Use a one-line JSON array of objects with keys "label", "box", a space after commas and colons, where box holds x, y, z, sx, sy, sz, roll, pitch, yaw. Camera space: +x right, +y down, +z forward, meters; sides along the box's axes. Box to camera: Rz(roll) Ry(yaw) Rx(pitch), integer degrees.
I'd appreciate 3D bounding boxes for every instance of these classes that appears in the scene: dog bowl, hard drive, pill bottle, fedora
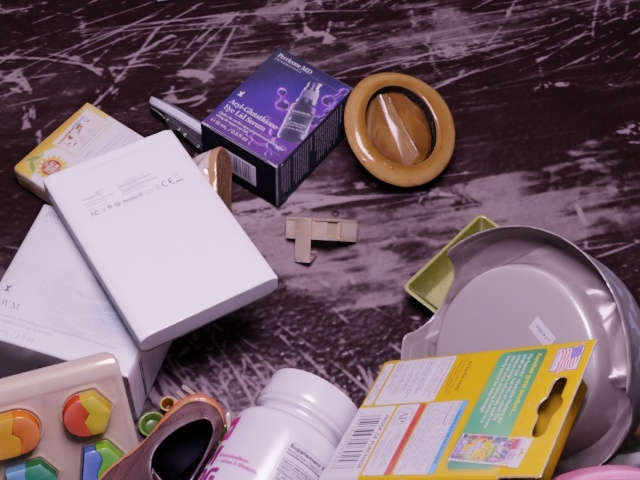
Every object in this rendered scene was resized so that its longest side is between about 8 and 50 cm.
[{"label": "dog bowl", "box": [0.266, 0.157, 1.416, 0.102, 0.349, 0.349, 6, 45, -45]}, {"label": "hard drive", "box": [-0.223, -0.010, 1.505, 0.203, 0.040, 0.307, -24, 58, -22]}, {"label": "pill bottle", "box": [-0.069, 0.312, 1.382, 0.160, 0.160, 0.283, 24, 58, 14]}, {"label": "fedora", "box": [0.119, -0.170, 1.753, 0.194, 0.079, 0.194, 4, 74, -13]}]

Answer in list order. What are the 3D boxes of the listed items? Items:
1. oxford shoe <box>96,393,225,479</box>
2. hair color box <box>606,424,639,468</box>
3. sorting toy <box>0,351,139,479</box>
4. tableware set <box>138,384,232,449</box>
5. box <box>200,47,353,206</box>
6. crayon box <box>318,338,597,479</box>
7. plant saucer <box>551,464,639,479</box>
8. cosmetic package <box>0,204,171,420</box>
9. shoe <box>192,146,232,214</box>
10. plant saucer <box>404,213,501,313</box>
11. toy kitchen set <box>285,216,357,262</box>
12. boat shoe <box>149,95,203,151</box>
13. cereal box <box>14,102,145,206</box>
[{"label": "oxford shoe", "box": [-0.222, 0.308, 1.369, 0.097, 0.098, 0.271, 36, 88, -7]}, {"label": "hair color box", "box": [0.505, 0.208, 1.503, 0.374, 0.114, 0.185, -14, 58, -11]}, {"label": "sorting toy", "box": [-0.332, 0.261, 1.399, 0.192, 0.208, 0.038, -14, 21, -11]}, {"label": "tableware set", "box": [-0.167, 0.265, 1.492, 0.154, 0.024, 0.104, 36, 62, 20]}, {"label": "box", "box": [-0.067, -0.182, 1.749, 0.153, 0.108, 0.207, 30, 60, 18]}, {"label": "crayon box", "box": [0.174, 0.228, 1.292, 0.322, 0.083, 0.203, -13, 32, 44]}, {"label": "plant saucer", "box": [0.316, 0.411, 1.285, 0.332, 0.332, 0.084, -9, 13, -8]}, {"label": "cosmetic package", "box": [-0.321, 0.097, 1.534, 0.224, 0.138, 0.225, 15, 55, 8]}, {"label": "shoe", "box": [-0.169, -0.033, 1.657, 0.058, 0.076, 0.219, -6, 70, 17]}, {"label": "plant saucer", "box": [0.249, 0.078, 1.622, 0.188, 0.045, 0.188, 38, 62, 22]}, {"label": "toy kitchen set", "box": [0.000, 0.000, 1.680, 0.083, 0.075, 0.068, 4, 91, 40]}, {"label": "boat shoe", "box": [-0.229, -0.190, 1.787, 0.142, 0.049, 0.040, 32, 99, 24]}, {"label": "cereal box", "box": [-0.330, -0.097, 1.717, 0.240, 0.047, 0.173, 33, 60, 17]}]
